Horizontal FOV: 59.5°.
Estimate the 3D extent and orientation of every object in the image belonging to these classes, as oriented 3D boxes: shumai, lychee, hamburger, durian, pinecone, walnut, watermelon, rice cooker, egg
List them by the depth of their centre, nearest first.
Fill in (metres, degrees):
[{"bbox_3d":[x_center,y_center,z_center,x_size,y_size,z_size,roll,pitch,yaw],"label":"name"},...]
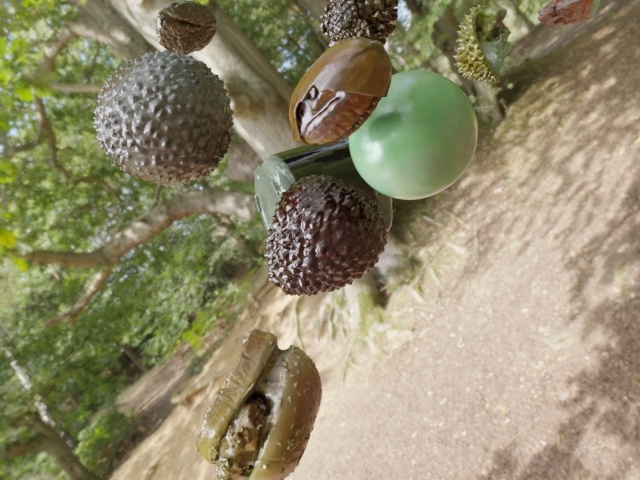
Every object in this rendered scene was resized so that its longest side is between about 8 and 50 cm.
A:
[{"bbox_3d":[0.022,-0.212,0.828,0.207,0.116,0.116,-38,4,35],"label":"walnut"},{"bbox_3d":[0.161,-0.182,0.982,0.220,0.220,0.269,-38,10,31],"label":"egg"},{"bbox_3d":[0.000,0.000,1.141,0.271,0.271,0.271,-40,3,3],"label":"lychee"},{"bbox_3d":[-0.319,-0.261,1.170,0.300,0.300,0.300,-40,3,3],"label":"lychee"},{"bbox_3d":[0.100,-0.545,1.367,0.195,0.179,0.150,-40,-6,-1],"label":"pinecone"},{"bbox_3d":[-0.164,0.482,1.421,0.287,0.268,0.445,-54,-13,-56],"label":"hamburger"},{"bbox_3d":[0.662,-0.606,1.474,0.121,0.098,0.158,24,65,37],"label":"watermelon"},{"bbox_3d":[0.016,-0.113,1.514,0.325,0.335,0.335,-21,-3,-19],"label":"rice cooker"},{"bbox_3d":[0.485,-0.591,1.646,0.306,0.167,0.172,-55,-28,-41],"label":"durian"},{"bbox_3d":[-0.447,-0.696,1.768,0.206,0.175,0.166,-14,-38,-42],"label":"shumai"}]
